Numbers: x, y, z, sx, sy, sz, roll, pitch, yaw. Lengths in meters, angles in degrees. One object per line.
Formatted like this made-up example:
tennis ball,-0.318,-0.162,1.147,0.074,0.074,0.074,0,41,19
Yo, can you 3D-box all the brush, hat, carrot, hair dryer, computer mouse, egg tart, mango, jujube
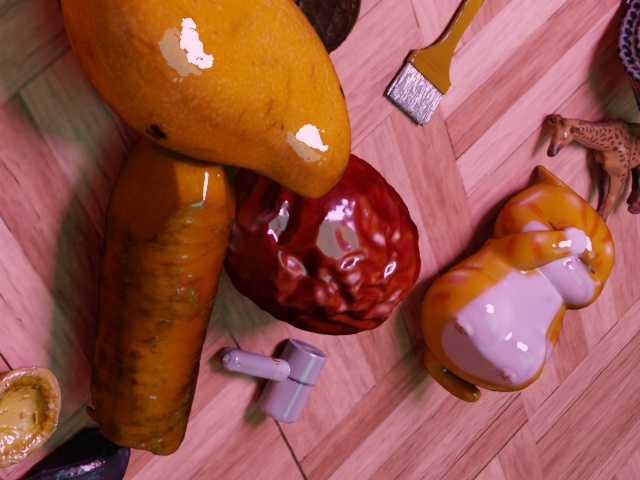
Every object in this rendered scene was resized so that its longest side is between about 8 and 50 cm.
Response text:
brush,0.141,-0.220,1.551,0.205,0.011,0.083,-58,142,-2
hat,-0.038,-0.225,1.304,0.146,0.067,0.146,-1,127,-2
carrot,-0.145,0.046,1.327,0.114,0.114,0.302,-14,128,-43
hair dryer,-0.059,0.138,1.547,0.137,0.047,0.082,20,100,-47
computer mouse,-0.230,0.229,1.409,0.135,0.047,0.079,-27,132,-33
egg tart,-0.272,0.150,1.309,0.105,0.039,0.105,-28,134,-34
mango,-0.090,-0.146,1.214,0.295,0.120,0.177,39,55,-40
jujube,0.000,0.000,1.421,0.174,0.174,0.250,-60,154,2

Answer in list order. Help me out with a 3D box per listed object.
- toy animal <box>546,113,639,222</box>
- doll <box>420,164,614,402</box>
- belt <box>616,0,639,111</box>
toy animal,0.353,-0.102,1.842,0.149,0.054,0.275,-48,145,-9
doll,0.232,0.053,1.727,0.269,0.162,0.167,-43,110,-11
belt,0.475,-0.262,1.743,0.295,0.207,0.160,-54,145,-9
